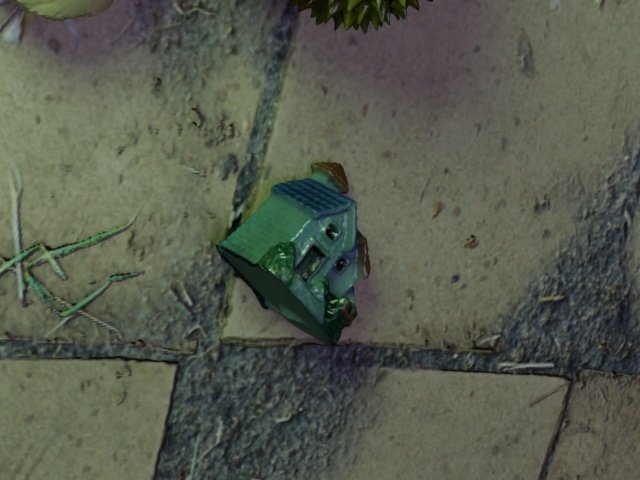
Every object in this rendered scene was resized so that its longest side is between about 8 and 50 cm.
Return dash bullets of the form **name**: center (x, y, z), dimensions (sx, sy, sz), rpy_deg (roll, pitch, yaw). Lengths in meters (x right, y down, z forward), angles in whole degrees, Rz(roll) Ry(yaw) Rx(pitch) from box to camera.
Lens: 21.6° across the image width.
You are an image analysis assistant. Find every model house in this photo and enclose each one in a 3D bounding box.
- **model house**: center (0.000, 0.000, 1.585), dimensions (0.149, 0.119, 0.148), rpy_deg (-54, 128, -12)

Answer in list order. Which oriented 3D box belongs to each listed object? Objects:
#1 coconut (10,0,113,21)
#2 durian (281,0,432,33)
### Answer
- **coconut**: center (-0.194, -0.262, 1.308), dimensions (0.147, 0.147, 0.153), rpy_deg (1, 144, -34)
- **durian**: center (0.019, -0.302, 1.386), dimensions (0.291, 0.224, 0.291), rpy_deg (8, 90, -67)
